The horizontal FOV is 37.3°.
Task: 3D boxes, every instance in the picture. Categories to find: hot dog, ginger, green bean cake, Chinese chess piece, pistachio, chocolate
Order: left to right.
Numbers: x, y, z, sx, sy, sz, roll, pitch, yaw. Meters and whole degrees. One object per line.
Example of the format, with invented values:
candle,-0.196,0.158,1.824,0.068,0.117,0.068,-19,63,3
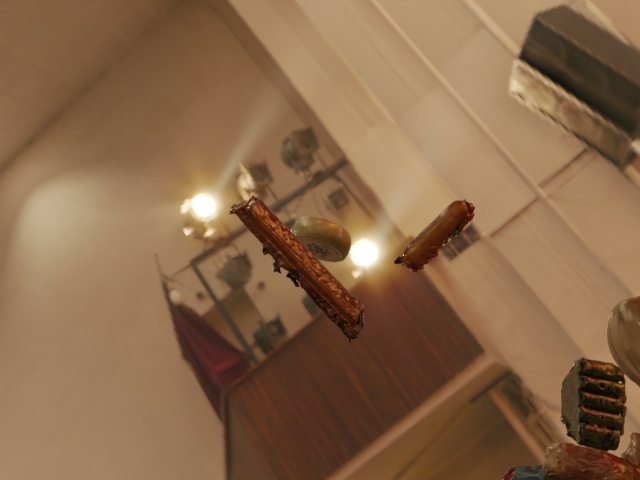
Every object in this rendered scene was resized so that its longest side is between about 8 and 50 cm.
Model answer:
chocolate,-0.034,0.046,1.707,0.065,0.329,0.102,-43,7,13
Chinese chess piece,0.000,0.000,2.186,0.144,0.144,0.058,64,-139,-63
hot dog,0.222,-0.006,1.820,0.188,0.055,0.072,-46,-8,13
green bean cake,0.579,0.371,2.038,0.107,0.193,0.208,6,-25,1
ginger,0.499,0.359,1.512,0.290,0.122,0.084,3,-31,-11
pistachio,0.628,0.204,1.767,0.138,0.238,0.153,-5,-48,-37

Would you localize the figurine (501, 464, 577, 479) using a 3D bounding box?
figurine,0.430,0.541,1.776,0.185,0.234,0.127,2,-22,-4
